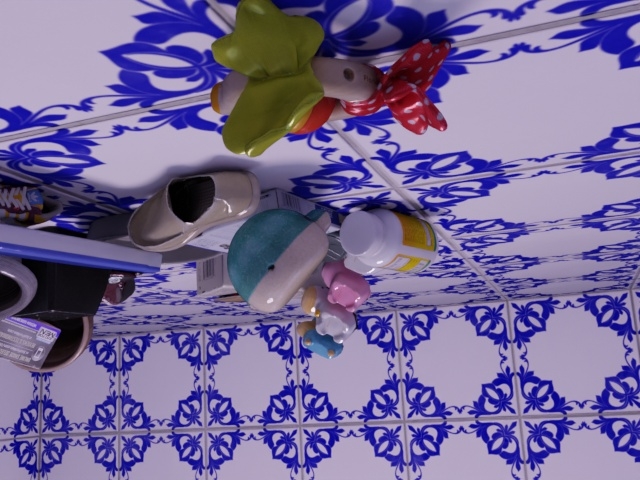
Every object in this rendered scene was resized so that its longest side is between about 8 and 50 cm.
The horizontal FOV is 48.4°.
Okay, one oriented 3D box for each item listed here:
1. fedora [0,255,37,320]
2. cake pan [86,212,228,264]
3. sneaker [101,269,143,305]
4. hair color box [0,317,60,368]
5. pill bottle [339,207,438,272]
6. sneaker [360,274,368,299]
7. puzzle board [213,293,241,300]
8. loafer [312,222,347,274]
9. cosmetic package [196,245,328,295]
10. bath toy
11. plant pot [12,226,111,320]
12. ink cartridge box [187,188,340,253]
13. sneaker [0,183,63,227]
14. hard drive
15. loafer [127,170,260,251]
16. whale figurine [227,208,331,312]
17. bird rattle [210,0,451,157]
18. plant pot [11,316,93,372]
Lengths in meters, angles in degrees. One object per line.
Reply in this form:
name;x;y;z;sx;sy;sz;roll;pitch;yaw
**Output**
fedora;-0.673;0.053;1.365;0.244;0.124;0.275;22;139;-37
cake pan;-0.335;-0.002;1.444;0.293;0.054;0.293;-3;168;-1
sneaker;-0.485;0.091;1.735;0.163;0.106;0.281;-9;166;14
hair color box;-0.777;0.164;1.605;0.339;0.110;0.185;21;168;28
pill bottle;0.136;-0.001;1.419;0.118;0.117;0.208;-13;165;39
sneaker;0.031;0.103;1.966;0.225;0.092;0.088;25;136;-31
puzzle board;-0.178;0.137;1.714;0.128;0.011;0.096;-10;168;36
loafer;0.000;0.000;1.537;0.096;0.084;0.267;32;155;-11
cosmetic package;-0.130;0.077;1.733;0.309;0.113;0.160;4;166;-33
bath toy;0.055;0.105;1.633;0.151;0.348;0.129;32;-145;10
plant pot;-0.560;0.079;1.500;0.188;0.167;0.187;-10;167;25
ink cartridge box;-0.111;-0.027;1.354;0.224;0.045;0.223;-18;163;27
sneaker;-0.483;-0.064;1.108;0.084;0.069;0.185;-15;172;14
hard drive;-0.451;0.012;1.170;0.210;0.040;0.319;3;173;34
loafer;-0.221;-0.055;1.138;0.269;0.102;0.092;-21;159;30
whale figurine;-0.073;0.020;1.241;0.141;0.216;0.272;39;-170;2
bird rattle;-0.001;-0.162;0.729;0.254;0.143;0.207;-11;-174;-35
plant pot;-0.742;0.214;2.000;0.263;0.263;0.229;-4;-174;3
